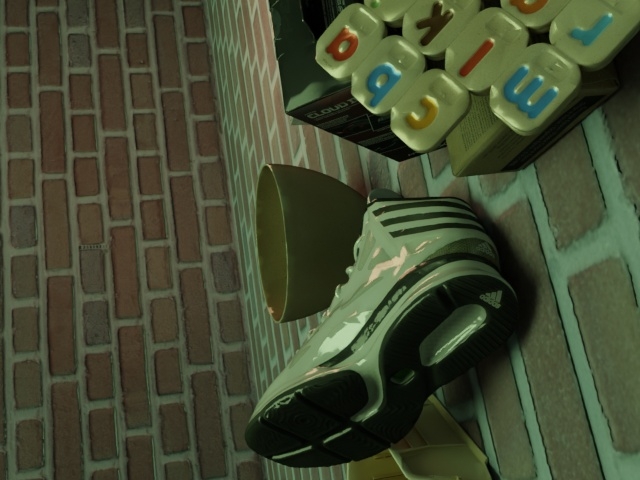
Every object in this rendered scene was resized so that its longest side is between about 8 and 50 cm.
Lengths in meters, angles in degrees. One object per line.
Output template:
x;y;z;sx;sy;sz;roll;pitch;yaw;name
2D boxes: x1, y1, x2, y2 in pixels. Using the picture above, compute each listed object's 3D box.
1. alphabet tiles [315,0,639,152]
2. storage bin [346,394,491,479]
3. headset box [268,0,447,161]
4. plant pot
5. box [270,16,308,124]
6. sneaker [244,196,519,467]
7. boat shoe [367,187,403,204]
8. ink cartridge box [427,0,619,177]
0.133;-0.225;0.633;0.278;0.021;0.284;-48;63;11;alphabet tiles
0.133;0.382;1.032;0.260;0.123;0.262;-132;41;-67;storage bin
0.052;-0.234;0.838;0.110;0.293;0.218;-16;75;32;headset box
0.000;0.000;1.287;0.284;0.191;0.284;176;90;-75;plant pot
-0.031;-0.406;1.486;0.169;0.087;0.289;116;146;-62;box
0.067;0.115;0.966;0.447;0.169;0.257;-44;27;30;sneaker
0.112;0.000;1.108;0.183;0.065;0.083;-112;25;-46;boat shoe
0.186;-0.209;0.727;0.193;0.088;0.234;125;138;-69;ink cartridge box
